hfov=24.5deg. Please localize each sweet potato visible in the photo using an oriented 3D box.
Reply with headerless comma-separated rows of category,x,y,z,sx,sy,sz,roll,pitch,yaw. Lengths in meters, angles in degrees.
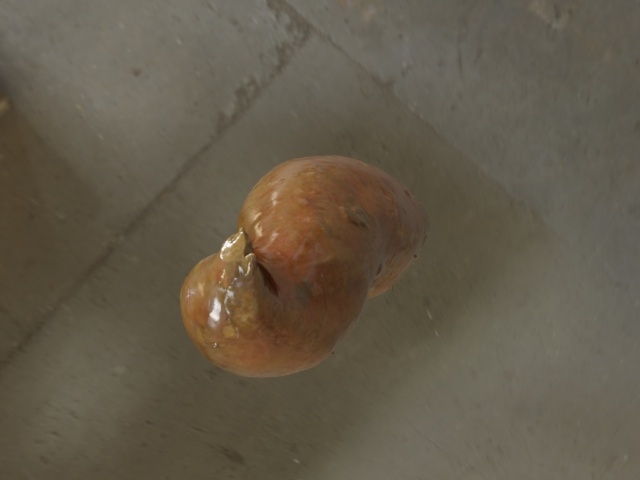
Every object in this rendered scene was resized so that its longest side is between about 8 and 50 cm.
sweet potato,-0.001,0.002,0.497,0.058,0.202,0.055,29,109,11
